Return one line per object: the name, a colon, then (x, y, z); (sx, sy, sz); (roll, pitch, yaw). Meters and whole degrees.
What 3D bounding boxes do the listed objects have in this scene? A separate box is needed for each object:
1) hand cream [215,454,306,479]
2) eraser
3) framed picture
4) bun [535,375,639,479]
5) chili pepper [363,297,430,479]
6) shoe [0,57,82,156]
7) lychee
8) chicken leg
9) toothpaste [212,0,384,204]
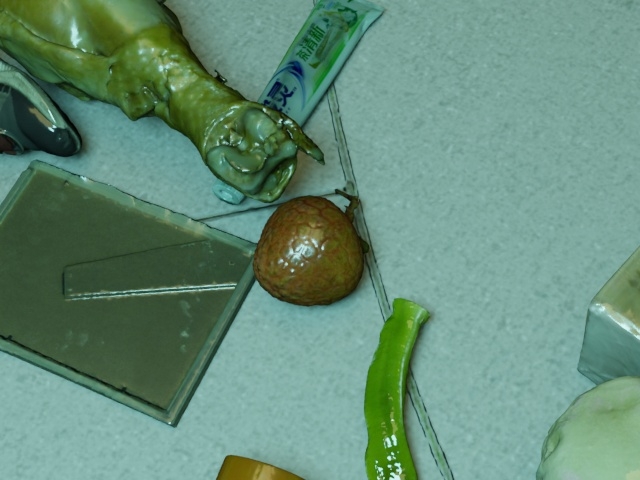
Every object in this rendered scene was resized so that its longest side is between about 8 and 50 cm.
hand cream: (-0.087, 0.335, 0.984); (0.140, 0.089, 0.314); (18, 68, 15)
eraser: (0.370, -0.004, 1.108); (0.078, 0.144, 0.343); (38, 70, 23)
framed picture: (-0.217, 0.042, 1.191); (0.281, 0.019, 0.209); (22, 64, 15)
bun: (0.247, 0.219, 0.989); (0.128, 0.193, 0.178); (-18, 33, 22)
chili pepper: (0.066, 0.146, 1.102); (0.052, 0.050, 0.201); (-16, 55, 38)
shoe: (-0.349, -0.132, 1.260); (0.227, 0.099, 0.112); (36, 76, 25)
lychee: (-0.004, 0.000, 1.152); (0.114, 0.101, 0.140); (37, 75, 31)
chicken leg: (-0.168, -0.163, 1.198); (0.429, 0.201, 0.152); (38, 110, 29)
toothpaste: (-0.028, -0.159, 1.278); (0.075, 0.048, 0.296); (23, 62, 14)
